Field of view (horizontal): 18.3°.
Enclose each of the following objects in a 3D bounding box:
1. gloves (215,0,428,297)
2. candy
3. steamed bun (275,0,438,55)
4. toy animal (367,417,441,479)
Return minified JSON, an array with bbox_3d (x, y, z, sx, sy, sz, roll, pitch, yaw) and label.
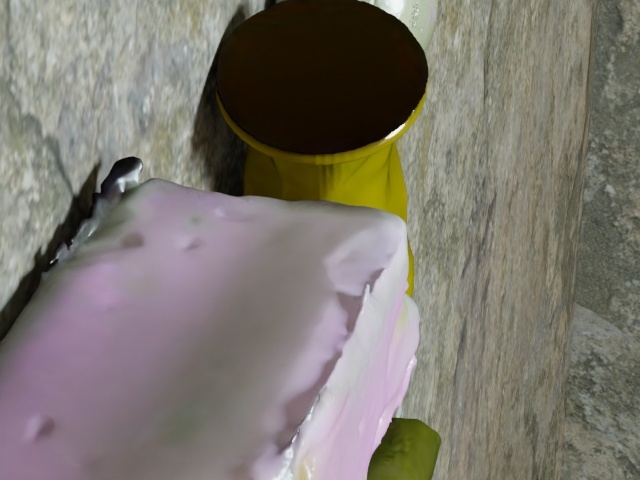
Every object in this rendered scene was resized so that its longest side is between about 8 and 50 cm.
[{"bbox_3d":[-0.001,0.001,1.191,0.133,0.116,0.294,-29,147,-21],"label":"gloves"},{"bbox_3d":[-0.059,0.082,0.840,0.265,0.155,0.116,-63,160,-54],"label":"candy"},{"bbox_3d":[0.026,-0.139,1.218,0.130,0.091,0.112,50,50,-73],"label":"steamed bun"},{"bbox_3d":[0.045,0.191,0.965,0.180,0.363,0.181,-98,-163,-84],"label":"toy animal"}]
